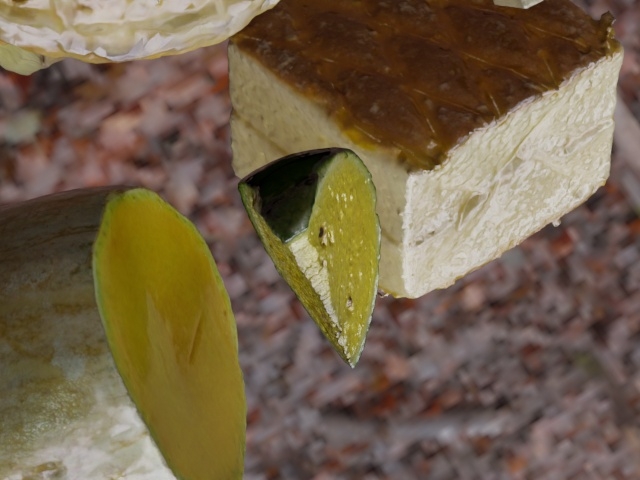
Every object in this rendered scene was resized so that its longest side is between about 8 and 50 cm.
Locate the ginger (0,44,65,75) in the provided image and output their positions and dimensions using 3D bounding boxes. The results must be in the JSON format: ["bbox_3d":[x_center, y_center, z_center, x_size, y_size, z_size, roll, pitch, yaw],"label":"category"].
[{"bbox_3d":[-0.212,-0.202,1.448,0.122,0.115,0.193,-36,169,-12],"label":"ginger"}]

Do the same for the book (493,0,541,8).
[{"bbox_3d":[0.121,-0.255,1.010,0.161,0.231,0.026,-28,-160,-28],"label":"book"}]

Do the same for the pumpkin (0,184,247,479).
[{"bbox_3d":[-0.183,0.117,1.615,0.199,0.332,0.332,-12,163,25],"label":"pumpkin"}]

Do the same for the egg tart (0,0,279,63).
[{"bbox_3d":[-0.144,-0.339,1.279,0.443,0.443,0.178,-18,-176,-26],"label":"egg tart"}]

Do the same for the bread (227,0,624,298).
[{"bbox_3d":[0.095,-0.122,1.817,0.279,0.279,0.207,-33,145,-30],"label":"bread"}]

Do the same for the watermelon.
[{"bbox_3d":[0.007,-0.008,1.119,0.075,0.092,0.181,-33,149,-5],"label":"watermelon"}]
